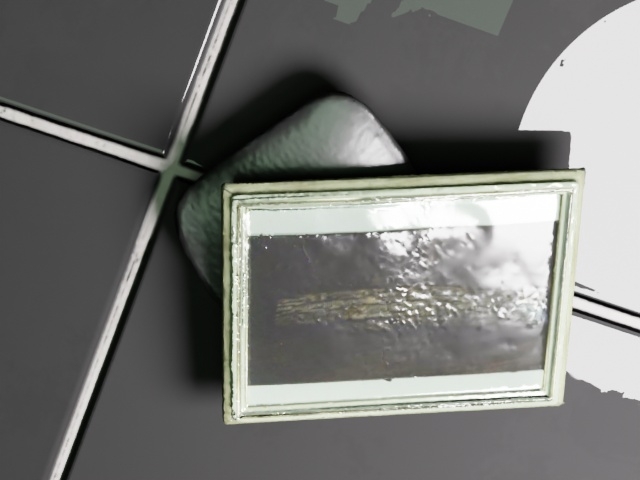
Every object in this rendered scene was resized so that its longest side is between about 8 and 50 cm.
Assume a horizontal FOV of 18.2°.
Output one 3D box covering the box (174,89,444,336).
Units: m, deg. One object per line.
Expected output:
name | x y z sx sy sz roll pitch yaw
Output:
box | 0.000 0.000 1.618 0.201 0.042 0.212 -34 111 12

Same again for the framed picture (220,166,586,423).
framed picture | 0.065 0.050 1.615 0.293 0.018 0.231 -3 120 -7
